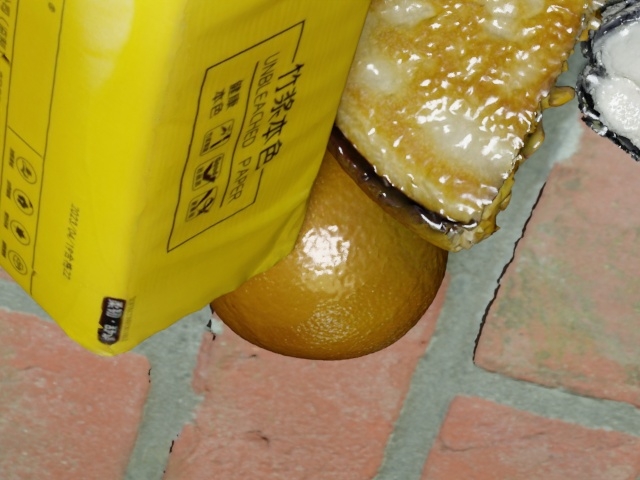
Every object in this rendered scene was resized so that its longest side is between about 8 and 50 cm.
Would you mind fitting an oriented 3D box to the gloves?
[{"bbox_3d":[0.255,-0.112,1.306,0.153,0.070,0.114,43,131,-18],"label":"gloves"}]

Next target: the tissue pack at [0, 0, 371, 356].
[{"bbox_3d":[-0.132,-0.163,1.119,0.293,0.228,0.382,45,146,21],"label":"tissue pack"}]

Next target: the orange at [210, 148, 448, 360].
[{"bbox_3d":[0.000,0.000,1.359,0.206,0.206,0.206,4,131,4],"label":"orange"}]

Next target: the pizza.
[{"bbox_3d":[0.079,-0.167,1.252,0.251,0.074,0.287,32,93,9],"label":"pizza"}]
